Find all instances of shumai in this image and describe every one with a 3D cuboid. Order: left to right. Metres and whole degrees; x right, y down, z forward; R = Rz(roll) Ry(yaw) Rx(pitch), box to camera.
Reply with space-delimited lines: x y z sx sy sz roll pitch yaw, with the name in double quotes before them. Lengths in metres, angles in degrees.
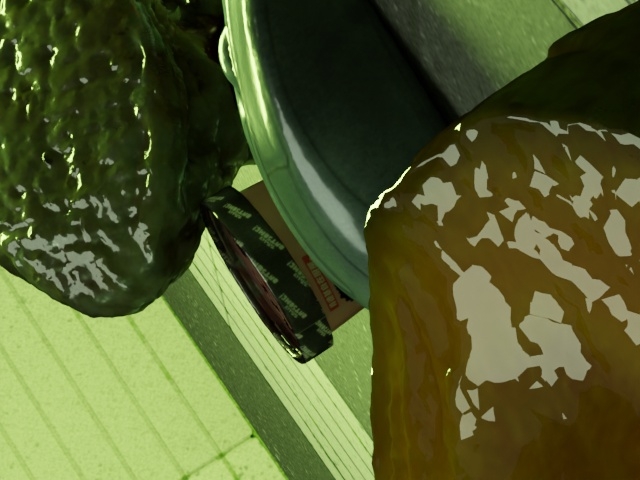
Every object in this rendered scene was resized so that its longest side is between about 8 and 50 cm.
"shumai" -0.145 -0.084 1.680 0.288 0.292 0.330 16 -137 -57

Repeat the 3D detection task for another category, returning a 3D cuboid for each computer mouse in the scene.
"computer mouse" 0.010 -0.074 1.352 0.371 0.122 0.188 60 168 10

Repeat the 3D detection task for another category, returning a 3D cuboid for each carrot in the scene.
"carrot" 0.143 0.033 0.622 0.241 0.341 0.241 37 149 26

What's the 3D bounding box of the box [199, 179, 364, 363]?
"box" 0.000 0.000 1.527 0.151 0.135 0.151 56 172 12
